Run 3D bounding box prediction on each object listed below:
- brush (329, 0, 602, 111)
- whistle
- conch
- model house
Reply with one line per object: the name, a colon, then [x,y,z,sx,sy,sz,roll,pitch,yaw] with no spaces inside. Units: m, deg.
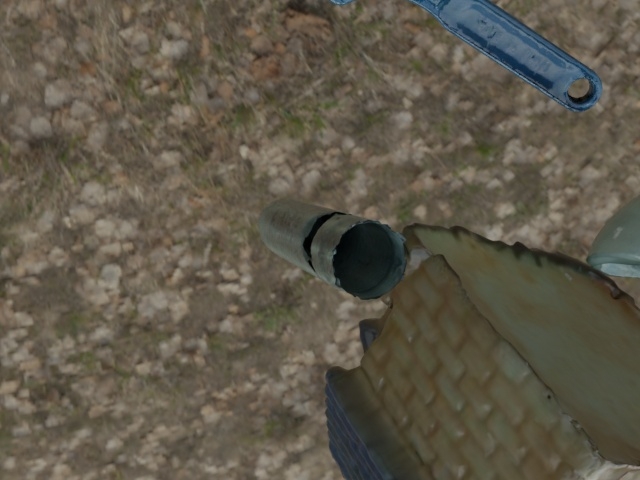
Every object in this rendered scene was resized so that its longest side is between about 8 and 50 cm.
brush: [0.051,-0.098,0.426,0.164,0.014,0.051,29,114,-17]
whistle: [0.000,0.000,0.902,0.062,0.312,0.062,-1,96,-13]
conch: [0.398,0.000,1.141,0.221,0.121,0.185,8,146,-24]
model house: [0.226,0.255,1.308,0.445,0.395,0.400,8,123,-45]
